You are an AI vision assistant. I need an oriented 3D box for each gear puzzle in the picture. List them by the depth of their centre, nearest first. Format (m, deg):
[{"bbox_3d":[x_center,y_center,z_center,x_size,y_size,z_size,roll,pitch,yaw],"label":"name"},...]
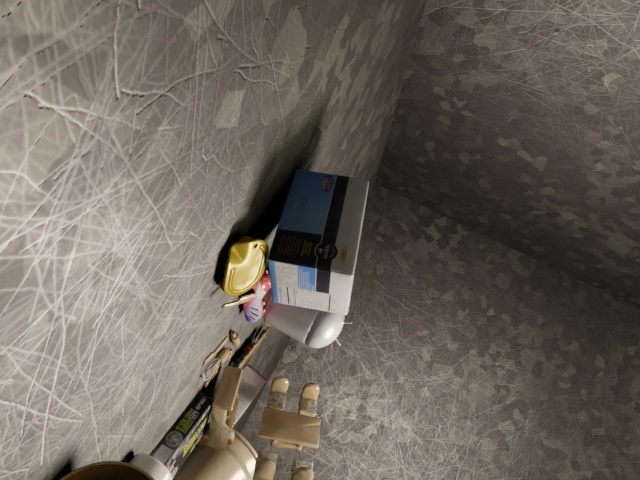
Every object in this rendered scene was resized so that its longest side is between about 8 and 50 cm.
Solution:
[{"bbox_3d":[-0.301,0.463,1.832,0.176,0.044,0.339,-60,174,29],"label":"gear puzzle"}]

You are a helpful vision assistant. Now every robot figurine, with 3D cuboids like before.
[{"bbox_3d":[-0.064,0.253,1.550,0.200,0.353,0.300,-56,170,-43],"label":"robot figurine"}]

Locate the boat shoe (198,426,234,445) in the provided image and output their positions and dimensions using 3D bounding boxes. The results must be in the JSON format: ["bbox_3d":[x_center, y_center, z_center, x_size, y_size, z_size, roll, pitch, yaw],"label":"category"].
[{"bbox_3d":[-0.410,0.740,1.641,0.059,0.169,0.063,-86,180,-53],"label":"boat shoe"}]

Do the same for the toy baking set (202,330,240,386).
[{"bbox_3d":[-0.333,0.398,1.460,0.197,0.030,0.256,-58,171,-31],"label":"toy baking set"}]

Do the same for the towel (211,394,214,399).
[{"bbox_3d":[-0.431,0.639,1.682,0.060,0.009,0.083,-56,169,-38],"label":"towel"}]

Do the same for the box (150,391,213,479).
[{"bbox_3d":[-0.458,0.661,1.398,0.270,0.060,0.216,-52,165,-54],"label":"box"}]

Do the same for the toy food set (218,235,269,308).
[{"bbox_3d":[-0.210,0.069,1.101,0.128,0.071,0.218,-19,139,-43],"label":"toy food set"}]

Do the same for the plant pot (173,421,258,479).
[{"bbox_3d":[-0.439,0.936,1.655,0.305,0.333,0.334,-34,152,-50],"label":"plant pot"}]

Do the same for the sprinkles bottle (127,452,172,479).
[{"bbox_3d":[-0.496,0.674,0.978,0.355,0.121,0.121,-52,167,-52],"label":"sprinkles bottle"}]

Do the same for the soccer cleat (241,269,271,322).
[{"bbox_3d":[-0.223,0.188,1.388,0.095,0.083,0.248,-17,147,-37],"label":"soccer cleat"}]

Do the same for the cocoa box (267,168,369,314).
[{"bbox_3d":[0.000,0.000,1.256,0.231,0.227,0.347,92,9,-52],"label":"cocoa box"}]

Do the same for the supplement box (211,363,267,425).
[{"bbox_3d":[-0.334,0.642,1.804,0.220,0.114,0.111,-53,176,-13],"label":"supplement box"}]

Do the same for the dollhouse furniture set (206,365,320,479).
[{"bbox_3d":[-0.188,0.643,1.570,0.362,0.393,0.257,-83,-174,-58],"label":"dollhouse furniture set"}]

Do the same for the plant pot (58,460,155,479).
[{"bbox_3d":[-0.436,0.581,0.814,0.254,0.237,0.237,-53,180,39],"label":"plant pot"}]
